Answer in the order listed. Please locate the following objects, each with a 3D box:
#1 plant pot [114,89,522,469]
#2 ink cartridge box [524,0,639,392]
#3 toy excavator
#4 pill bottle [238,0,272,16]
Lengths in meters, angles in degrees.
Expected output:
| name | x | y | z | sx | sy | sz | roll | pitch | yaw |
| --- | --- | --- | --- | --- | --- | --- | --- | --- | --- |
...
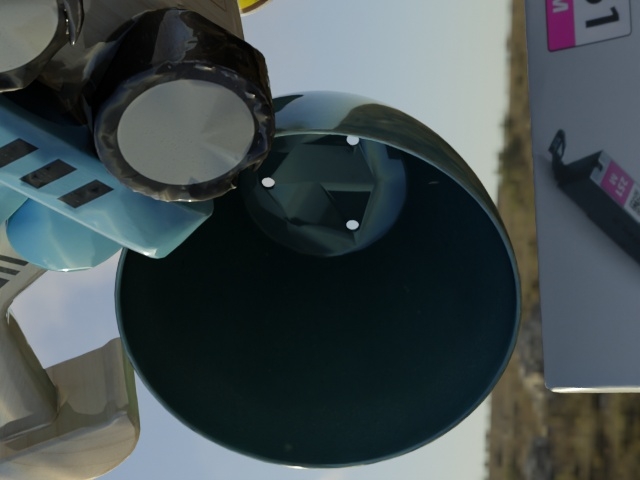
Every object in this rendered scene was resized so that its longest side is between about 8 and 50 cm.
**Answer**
| name | x | y | z | sx | sy | sz | roll | pitch | yaw |
| --- | --- | --- | --- | --- | --- | --- | --- | --- | --- |
| plant pot | 0.000 | 0.000 | 1.162 | 0.195 | 0.290 | 0.290 | -88 | -4 | -58 |
| ink cartridge box | 0.219 | -0.061 | 0.778 | 0.060 | 0.239 | 0.275 | 3 | -97 | -44 |
| toy excavator | -0.206 | -0.037 | 1.013 | 0.433 | 0.445 | 0.222 | 30 | -147 | -36 |
| pill bottle | -0.114 | -0.309 | 1.470 | 0.215 | 0.117 | 0.117 | 43 | -133 | -63 |
